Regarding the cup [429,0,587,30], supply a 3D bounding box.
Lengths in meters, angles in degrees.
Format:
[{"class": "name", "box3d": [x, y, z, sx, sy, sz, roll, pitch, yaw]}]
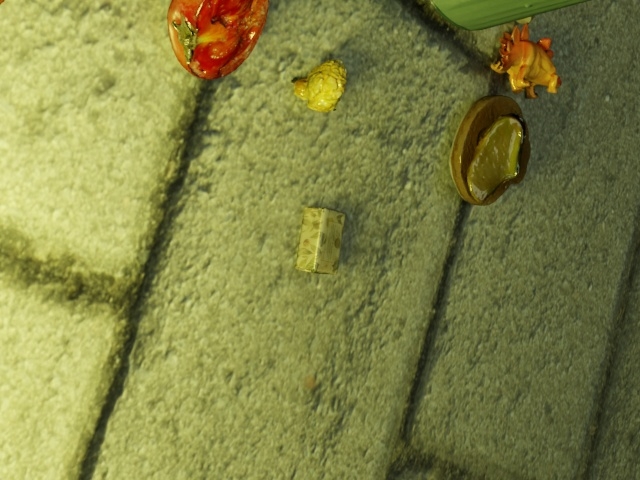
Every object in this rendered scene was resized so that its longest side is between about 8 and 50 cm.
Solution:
[{"class": "cup", "box3d": [0.333, -0.529, 2.067, 0.401, 0.392, 0.310, 45, 55, -38]}]

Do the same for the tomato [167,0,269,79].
[{"class": "tomato", "box3d": [-0.144, -0.292, 1.746, 0.139, 0.091, 0.159, -29, 144, -34]}]

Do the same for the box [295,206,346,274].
[{"class": "box", "box3d": [0.000, 0.000, 1.991, 0.062, 0.045, 0.098, 8, 87, -52]}]

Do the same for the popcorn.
[{"class": "popcorn", "box3d": [-0.005, -0.223, 1.943, 0.084, 0.084, 0.084, -9, 102, -50]}]

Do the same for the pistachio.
[{"class": "pistachio", "box3d": [0.290, -0.133, 2.248, 0.089, 0.049, 0.173, 38, 71, -19]}]

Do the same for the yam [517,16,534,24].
[{"class": "yam", "box3d": [0.417, -0.476, 2.431, 0.264, 0.046, 0.046, -52, 131, -34]}]

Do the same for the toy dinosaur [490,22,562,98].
[{"class": "toy dinosaur", "box3d": [0.356, -0.318, 2.365, 0.288, 0.070, 0.117, 9, 77, -55]}]

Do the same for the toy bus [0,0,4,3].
[{"class": "toy bus", "box3d": [-0.406, -0.264, 1.428, 0.409, 0.093, 0.092, -52, 139, -31]}]

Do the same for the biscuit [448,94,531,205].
[{"class": "biscuit", "box3d": [0.282, -0.155, 2.307, 0.208, 0.049, 0.181, -38, 123, -36]}]
